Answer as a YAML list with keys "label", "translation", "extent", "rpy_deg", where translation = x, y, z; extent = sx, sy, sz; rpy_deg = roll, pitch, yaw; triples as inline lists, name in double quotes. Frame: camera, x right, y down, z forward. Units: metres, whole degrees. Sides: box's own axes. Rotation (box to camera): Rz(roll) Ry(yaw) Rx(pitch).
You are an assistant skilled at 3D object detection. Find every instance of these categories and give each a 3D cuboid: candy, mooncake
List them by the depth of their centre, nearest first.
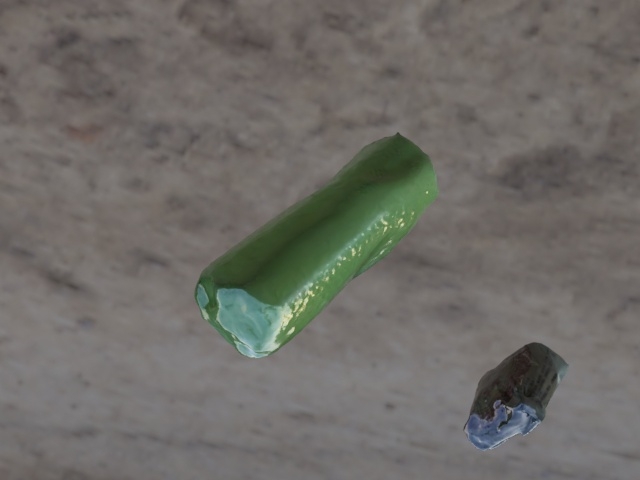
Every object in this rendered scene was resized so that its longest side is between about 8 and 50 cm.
- label: "candy"
  translation: [0.000, 0.000, 1.968]
  extent: [0.132, 0.343, 0.142]
  rpy_deg: [35, 146, 23]
- label: "mooncake"
  translation: [0.237, 0.196, 2.062]
  extent: [0.073, 0.125, 0.130]
  rpy_deg: [41, 134, -7]
